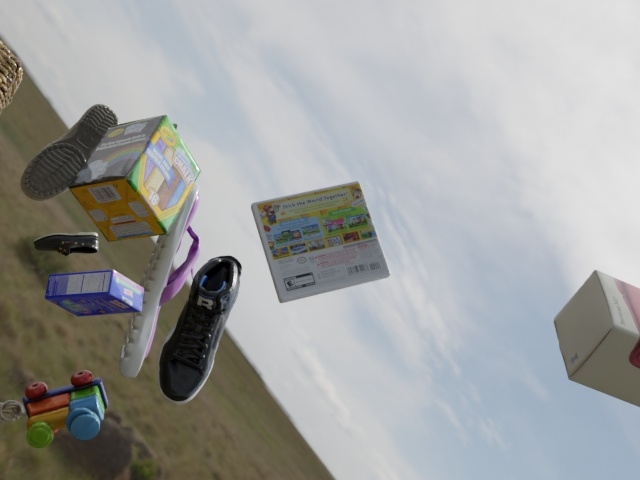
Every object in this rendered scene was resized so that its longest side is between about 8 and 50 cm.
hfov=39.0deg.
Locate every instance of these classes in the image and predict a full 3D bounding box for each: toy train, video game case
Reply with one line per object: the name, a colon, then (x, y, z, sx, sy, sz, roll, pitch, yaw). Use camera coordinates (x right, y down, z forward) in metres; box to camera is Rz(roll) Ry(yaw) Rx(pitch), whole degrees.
toy train: (-0.524, 0.338, 1.676, 0.143, 0.248, 0.105, -127, -156, -69)
video game case: (0.000, 0.000, 1.751, 0.026, 0.227, 0.206, 116, -42, -66)

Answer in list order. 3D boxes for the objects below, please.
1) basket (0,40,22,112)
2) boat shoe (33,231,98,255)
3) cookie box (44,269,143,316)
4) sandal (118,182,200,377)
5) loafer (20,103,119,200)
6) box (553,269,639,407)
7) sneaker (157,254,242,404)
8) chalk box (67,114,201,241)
basket: (-0.727, -0.258, 1.694, 0.299, 0.223, 0.213, -20, -55, 39)
boat shoe: (-0.534, 0.009, 1.900, 0.049, 0.133, 0.042, 122, -38, -63)
cookie box: (-0.325, 0.077, 1.304, 0.092, 0.107, 0.040, 50, 39, -62)
sandal: (-0.304, 0.084, 1.831, 0.102, 0.416, 0.169, 19, 8, -17)
loafer: (-0.530, -0.177, 1.916, 0.102, 0.268, 0.092, 45, -30, -10)
box: (0.514, 0.171, 1.446, 0.232, 0.127, 0.149, 22, 33, -13)
sneaker: (-0.175, 0.116, 1.274, 0.079, 0.217, 0.121, 19, -25, 1)
chalk box: (-0.303, -0.120, 1.542, 0.132, 0.213, 0.132, -7, -49, 29)
